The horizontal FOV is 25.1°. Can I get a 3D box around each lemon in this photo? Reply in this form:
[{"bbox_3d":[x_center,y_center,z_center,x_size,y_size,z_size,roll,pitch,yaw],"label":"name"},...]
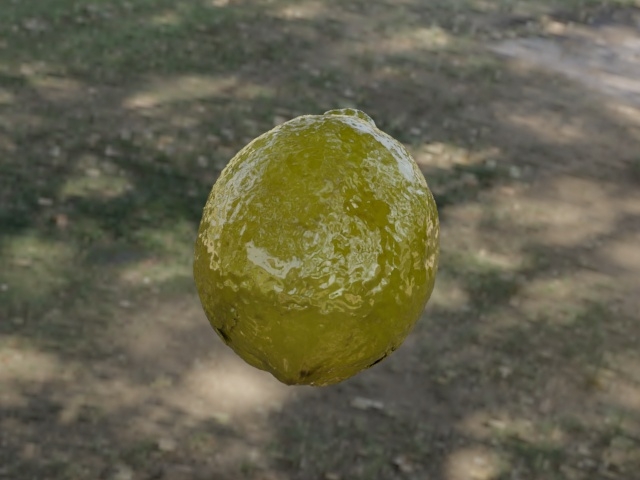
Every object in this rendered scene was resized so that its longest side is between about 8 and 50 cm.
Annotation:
[{"bbox_3d":[0.000,0.000,0.366,0.062,0.062,0.083,12,56,0],"label":"lemon"}]
